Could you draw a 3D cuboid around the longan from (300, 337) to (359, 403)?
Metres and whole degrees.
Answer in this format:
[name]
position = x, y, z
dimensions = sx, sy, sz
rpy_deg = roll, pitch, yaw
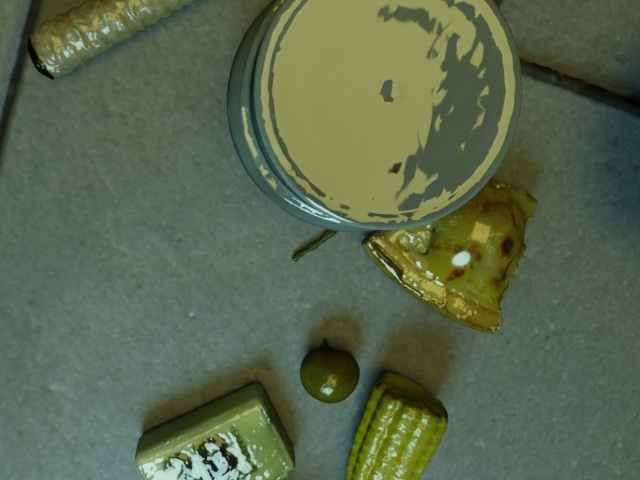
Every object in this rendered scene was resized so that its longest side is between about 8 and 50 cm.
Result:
[longan]
position = 0.012, 0.161, 0.744
dimensions = 0.075, 0.075, 0.083
rpy_deg = 3, 58, -8

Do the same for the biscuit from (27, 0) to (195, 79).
[biscuit]
position = -0.218, -0.250, 0.649
dimensions = 0.219, 0.055, 0.061
rpy_deg = -28, 91, -2

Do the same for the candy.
[candy]
position = 0.083, 0.274, 0.758
dimensions = 0.106, 0.094, 0.199
rpy_deg = 20, 103, -11

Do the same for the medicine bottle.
[medicine bottle]
position = 0.032, -0.129, 0.572
dimensions = 0.244, 0.306, 0.245
rpy_deg = -1, 100, -6

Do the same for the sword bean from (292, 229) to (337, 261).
[sword bean]
position = 0.000, 0.000, 0.740
dimensions = 0.083, 0.012, 0.012
rpy_deg = -35, 102, -1

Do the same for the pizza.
[pizza]
position = 0.163, 0.001, 0.727
dimensions = 0.204, 0.080, 0.188
rpy_deg = 21, 96, -9

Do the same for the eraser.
[eraser]
position = -0.129, 0.267, 0.744
dimensions = 0.172, 0.058, 0.117
rpy_deg = -24, 102, -3
